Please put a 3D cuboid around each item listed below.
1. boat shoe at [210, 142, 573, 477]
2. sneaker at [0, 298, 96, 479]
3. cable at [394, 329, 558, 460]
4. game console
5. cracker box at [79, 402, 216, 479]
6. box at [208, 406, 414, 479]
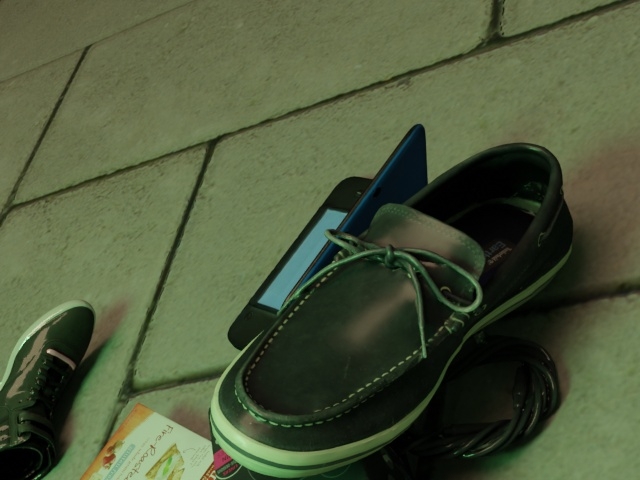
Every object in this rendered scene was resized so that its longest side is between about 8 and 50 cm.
[{"bbox_3d":[0.084,0.048,1.117,0.187,0.156,0.500,31,48,32],"label":"boat shoe"},{"bbox_3d":[-0.382,0.224,1.549,0.147,0.104,0.295,23,74,49],"label":"sneaker"},{"bbox_3d":[0.155,0.168,1.161,0.184,0.047,0.151,-38,43,-23],"label":"cable"},{"bbox_3d":[0.000,0.000,1.382,0.250,0.173,0.293,15,61,48],"label":"game console"},{"bbox_3d":[-0.183,0.297,1.313,0.232,0.067,0.155,15,62,48],"label":"cracker box"},{"bbox_3d":[0.001,0.263,1.121,0.165,0.143,0.270,-31,37,11],"label":"box"}]
